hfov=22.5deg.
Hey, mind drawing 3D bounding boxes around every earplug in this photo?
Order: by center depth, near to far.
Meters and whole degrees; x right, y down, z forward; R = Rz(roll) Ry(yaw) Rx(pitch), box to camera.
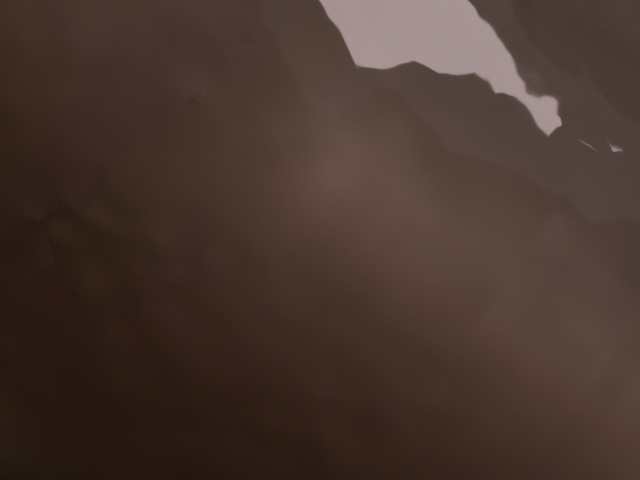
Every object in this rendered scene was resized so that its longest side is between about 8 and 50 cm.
[{"bbox_3d":[0.000,0.000,0.596,0.394,0.312,0.312,34,30,-20],"label":"earplug"}]
